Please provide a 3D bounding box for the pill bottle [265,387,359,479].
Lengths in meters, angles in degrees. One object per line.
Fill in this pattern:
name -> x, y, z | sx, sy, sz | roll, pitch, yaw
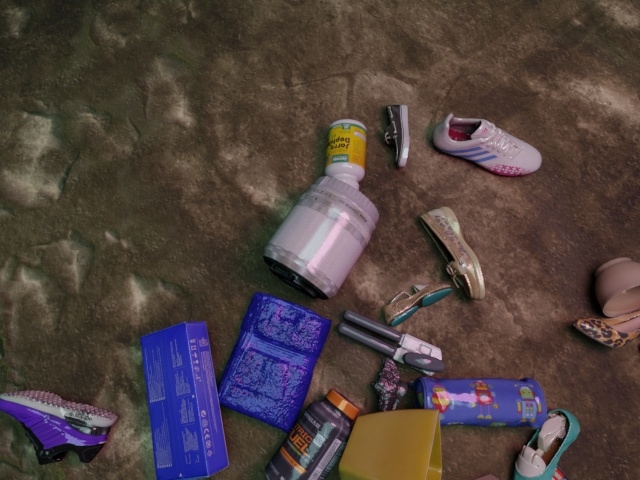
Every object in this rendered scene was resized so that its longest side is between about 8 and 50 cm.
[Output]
pill bottle -> -0.010, 0.482, 0.970 | 0.131, 0.130, 0.245 | 35, 77, 9

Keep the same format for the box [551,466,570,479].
box -> 0.596, 0.656, 0.967 | 0.114, 0.036, 0.207 | -41, 78, -11

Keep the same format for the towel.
towel -> -0.123, 0.306, 1.047 | 0.228, 0.076, 0.307 | 19, 75, 6

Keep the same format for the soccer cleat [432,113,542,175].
soccer cleat -> 0.494, -0.277, 1.178 | 0.332, 0.143, 0.115 | 16, 75, 4

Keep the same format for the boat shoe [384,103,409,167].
boat shoe -> 0.227, -0.317, 1.228 | 0.070, 0.077, 0.219 | 2, 66, 0

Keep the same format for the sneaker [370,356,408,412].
sneaker -> 0.160, 0.394, 1.037 | 0.089, 0.051, 0.170 | 34, 72, 9

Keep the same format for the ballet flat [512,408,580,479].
ballet flat -> 0.533, 0.506, 0.981 | 0.247, 0.083, 0.087 | -44, 111, -16

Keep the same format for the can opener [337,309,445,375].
can opener -> 0.184, 0.262, 1.049 | 0.284, 0.095, 0.075 | 23, 75, 6

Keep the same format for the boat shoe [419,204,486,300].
boat shoe -> 0.364, 0.039, 1.117 | 0.090, 0.104, 0.284 | -18, 65, 0

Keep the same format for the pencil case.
pencil case -> 0.381, 0.400, 0.997 | 0.307, 0.133, 0.119 | 1, 50, -1

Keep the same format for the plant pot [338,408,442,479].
plant pot -> 0.158, 0.511, 0.901 | 0.188, 0.212, 0.212 | 1, 117, 25

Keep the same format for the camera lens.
camera lens -> 0.000, 0.000, 1.060 | 0.220, 0.219, 0.274 | 31, 76, 8

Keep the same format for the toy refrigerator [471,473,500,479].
toy refrigerator -> 0.310, 0.651, 0.939 | 0.270, 0.094, 0.102 | -17, 75, -4

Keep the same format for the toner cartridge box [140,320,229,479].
toner cartridge box -> -0.338, 0.387, 0.993 | 0.165, 0.075, 0.347 | -21, 73, 24

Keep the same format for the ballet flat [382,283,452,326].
ballet flat -> 0.257, 0.156, 1.097 | 0.206, 0.073, 0.067 | -26, 53, -11

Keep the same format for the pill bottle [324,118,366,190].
pill bottle -> 0.073, -0.234, 1.179 | 0.118, 0.117, 0.208 | 5, 75, 1

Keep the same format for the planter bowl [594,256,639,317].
planter bowl -> 0.805, 0.115, 1.072 | 0.162, 0.162, 0.109 | -6, 47, -2

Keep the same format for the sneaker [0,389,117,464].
sneaker -> -0.668, 0.464, 0.989 | 0.294, 0.102, 0.145 | 14, 75, 4

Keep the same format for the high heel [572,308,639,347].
high heel -> 0.793, 0.185, 1.030 | 0.262, 0.093, 0.186 | 15, 113, -7
